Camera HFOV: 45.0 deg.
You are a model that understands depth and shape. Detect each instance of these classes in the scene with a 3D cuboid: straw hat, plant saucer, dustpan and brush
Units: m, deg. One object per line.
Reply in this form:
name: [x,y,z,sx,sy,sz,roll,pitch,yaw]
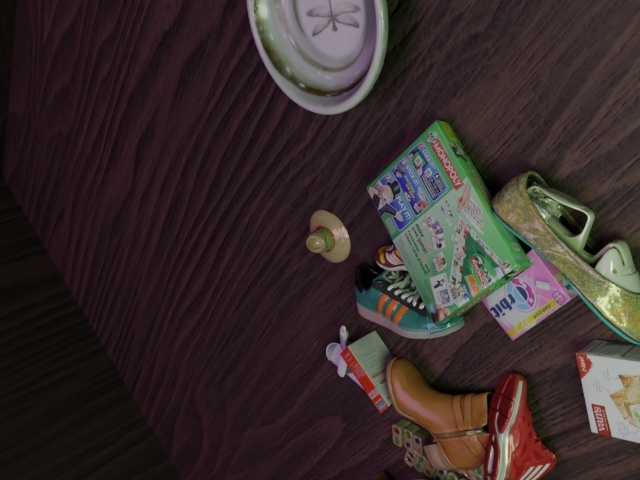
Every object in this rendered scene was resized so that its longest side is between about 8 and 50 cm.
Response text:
straw hat: [0.000,0.000,1.831,0.144,0.061,0.144,30,132,39]
plant saucer: [0.010,-0.453,1.517,0.400,0.101,0.400,29,132,39]
dustpan and brush: [0.064,0.279,1.911,0.147,0.060,0.211,37,136,34]

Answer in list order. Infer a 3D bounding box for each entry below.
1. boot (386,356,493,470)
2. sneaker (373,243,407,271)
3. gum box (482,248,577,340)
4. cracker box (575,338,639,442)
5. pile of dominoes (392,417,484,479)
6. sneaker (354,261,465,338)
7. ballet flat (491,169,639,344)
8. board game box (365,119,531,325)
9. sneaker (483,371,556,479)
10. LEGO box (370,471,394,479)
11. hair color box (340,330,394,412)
boot: [0.272,0.355,1.654,0.220,0.109,0.283,-36,73,49]
sneaker: [0.170,0.021,1.595,0.185,0.069,0.084,14,139,52]
gum box: [0.377,0.093,1.395,0.107,0.062,0.188,55,144,14]
cracker box: [0.548,0.256,1.268,0.232,0.067,0.155,0,110,53]
pile of dominoes: [0.271,0.504,1.796,0.251,0.040,0.196,23,127,45]
sneaker: [0.173,0.120,1.637,0.302,0.108,0.121,12,123,51]
ballet flat: [0.427,0.015,1.253,0.348,0.123,0.123,48,141,23]
board game box: [0.226,-0.032,1.431,0.213,0.046,0.317,-42,62,37]
sneaker: [0.404,0.376,1.530,0.087,0.128,0.221,-154,76,-76]
LEGO box: [0.205,0.915,1.991,0.372,0.193,0.500,34,134,37]
hair color box: [0.134,0.307,1.811,0.167,0.093,0.053,55,144,16]
